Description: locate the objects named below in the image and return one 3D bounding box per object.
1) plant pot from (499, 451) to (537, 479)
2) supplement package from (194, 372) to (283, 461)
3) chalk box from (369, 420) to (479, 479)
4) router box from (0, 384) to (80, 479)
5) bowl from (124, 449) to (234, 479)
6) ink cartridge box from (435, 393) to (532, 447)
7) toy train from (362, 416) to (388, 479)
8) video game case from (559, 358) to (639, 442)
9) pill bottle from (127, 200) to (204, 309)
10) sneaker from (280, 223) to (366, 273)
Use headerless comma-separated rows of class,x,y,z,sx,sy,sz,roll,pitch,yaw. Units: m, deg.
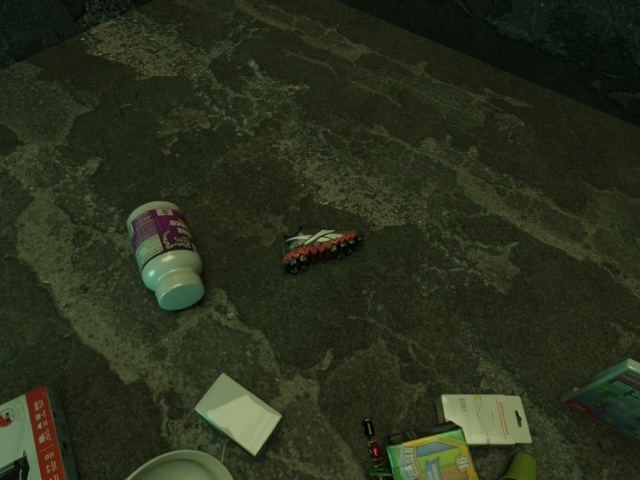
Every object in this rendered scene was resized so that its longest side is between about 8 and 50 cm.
plant pot,0.466,0.538,0.965,0.083,0.083,0.079,29,48,17
supplement package,-0.191,0.420,0.998,0.179,0.105,0.105,29,60,16
chalk box,0.213,0.488,0.905,0.213,0.132,0.132,-16,72,2
router box,-0.703,0.544,0.905,0.301,0.082,0.335,-25,60,-19
bowl,-0.320,0.573,0.834,0.298,0.134,0.297,16,66,-41
ink cartridge box,0.396,0.444,1.028,0.198,0.067,0.115,1,56,0
toy train,0.131,0.502,0.995,0.027,0.036,0.158,-9,56,-9
video game case,0.719,0.375,0.956,0.204,0.285,0.025,26,59,15
pill bottle,-0.441,0.043,1.211,0.169,0.169,0.301,-22,59,-16
sneaker,0.000,0.000,1.301,0.276,0.097,0.135,-17,60,-12
